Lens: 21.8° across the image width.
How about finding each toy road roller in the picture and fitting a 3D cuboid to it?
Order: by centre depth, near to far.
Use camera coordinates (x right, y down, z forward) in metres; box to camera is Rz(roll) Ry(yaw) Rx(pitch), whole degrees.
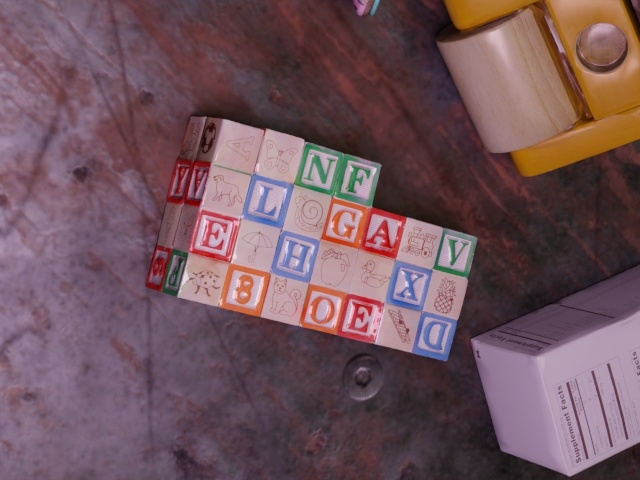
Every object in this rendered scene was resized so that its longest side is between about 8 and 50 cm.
[{"bbox_3d":[0.297,-0.231,1.695,0.329,0.240,0.202,-21,108,16],"label":"toy road roller"}]

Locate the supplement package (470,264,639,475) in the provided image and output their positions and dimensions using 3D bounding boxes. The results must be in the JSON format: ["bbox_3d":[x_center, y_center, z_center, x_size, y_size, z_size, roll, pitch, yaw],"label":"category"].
[{"bbox_3d":[0.304,0.129,1.740,0.244,0.139,0.134,-22,103,-21],"label":"supplement package"}]

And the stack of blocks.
[{"bbox_3d":[0.000,0.000,1.605,0.297,0.087,0.171,15,88,-26],"label":"stack of blocks"}]

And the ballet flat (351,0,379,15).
[{"bbox_3d":[0.059,-0.325,1.617,0.079,0.077,0.221,26,78,-7],"label":"ballet flat"}]
